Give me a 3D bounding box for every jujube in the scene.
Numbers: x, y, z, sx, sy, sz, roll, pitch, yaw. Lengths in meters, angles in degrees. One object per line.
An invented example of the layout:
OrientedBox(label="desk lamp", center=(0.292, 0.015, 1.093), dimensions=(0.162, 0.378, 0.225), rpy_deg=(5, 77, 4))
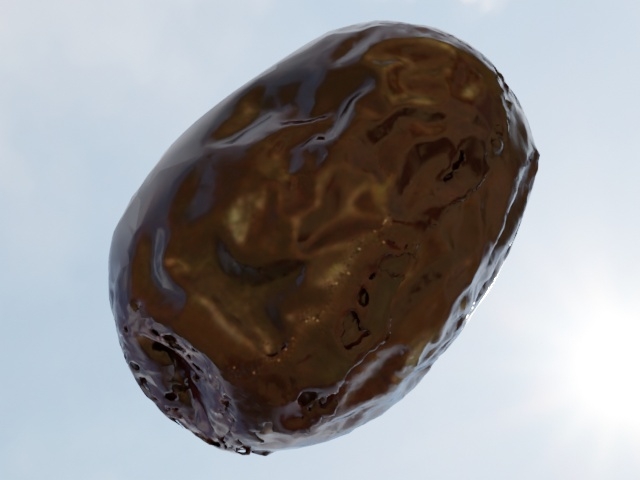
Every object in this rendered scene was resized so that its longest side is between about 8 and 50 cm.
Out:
OrientedBox(label="jujube", center=(0.000, 0.000, 1.036), dimensions=(0.183, 0.183, 0.243), rpy_deg=(47, -112, -6))
